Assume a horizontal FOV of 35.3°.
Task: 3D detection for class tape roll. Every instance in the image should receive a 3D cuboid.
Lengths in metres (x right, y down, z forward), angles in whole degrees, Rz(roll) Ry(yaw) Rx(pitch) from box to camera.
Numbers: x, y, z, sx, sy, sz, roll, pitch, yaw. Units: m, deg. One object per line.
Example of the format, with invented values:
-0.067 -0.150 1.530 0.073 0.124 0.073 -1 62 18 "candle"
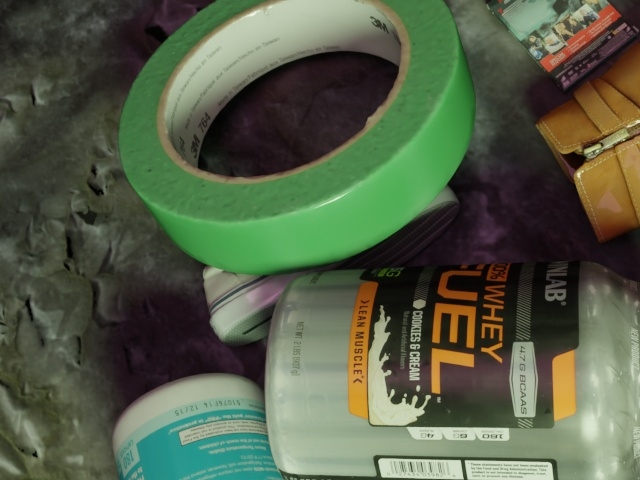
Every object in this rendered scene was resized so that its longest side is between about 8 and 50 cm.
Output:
-0.024 -0.120 0.912 0.321 0.077 0.321 -12 49 15 "tape roll"

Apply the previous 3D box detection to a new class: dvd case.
0.228 -0.209 0.954 0.087 0.013 0.119 -39 70 5 "dvd case"

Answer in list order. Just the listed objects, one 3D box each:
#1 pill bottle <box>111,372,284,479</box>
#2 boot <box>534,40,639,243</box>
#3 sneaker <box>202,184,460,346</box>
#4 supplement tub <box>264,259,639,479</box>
-0.078 0.253 0.831 0.146 0.146 0.264 -29 54 9 "pill bottle"
0.329 -0.056 0.832 0.220 0.109 0.283 -30 68 7 "boot"
0.000 0.000 0.930 0.258 0.094 0.091 -28 65 6 "sneaker"
0.129 0.114 0.807 0.316 0.193 0.193 -3 76 16 "supplement tub"
